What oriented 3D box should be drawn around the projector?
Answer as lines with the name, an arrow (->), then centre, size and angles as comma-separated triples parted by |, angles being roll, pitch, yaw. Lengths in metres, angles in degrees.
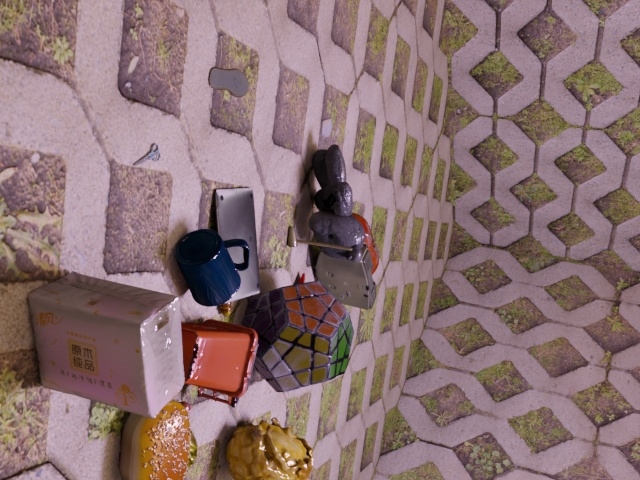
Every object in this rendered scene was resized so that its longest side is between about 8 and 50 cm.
projector -> 0.079, 0.104, 2.385 | 0.269, 0.193, 0.088 | 78, 31, -49

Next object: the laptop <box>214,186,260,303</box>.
laptop -> -0.198, 0.007, 1.790 | 0.187, 0.015, 0.269 | -12, 99, -67

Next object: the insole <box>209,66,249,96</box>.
insole -> -0.204, -0.360, 1.681 | 0.188, 0.004, 0.064 | -14, 112, -68

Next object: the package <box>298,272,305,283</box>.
package -> -0.062, 0.198, 2.233 | 0.083, 0.022, 0.200 | 88, 6, -49

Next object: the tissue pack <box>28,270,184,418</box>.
tissue pack -> -0.352, 0.172, 1.233 | 0.124, 0.225, 0.185 | -40, 136, -60

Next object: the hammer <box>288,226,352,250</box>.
hammer -> 0.000, 0.000, 2.124 | 0.028, 0.195, 0.060 | -36, 132, -67

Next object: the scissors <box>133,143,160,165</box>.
scissors -> -0.335, -0.160, 1.432 | 0.083, 0.006, 0.036 | -48, 141, -55

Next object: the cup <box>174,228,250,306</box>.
cup -> -0.236, 0.047, 1.625 | 0.150, 0.113, 0.138 | -42, 142, -23

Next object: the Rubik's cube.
Rubik's cube -> -0.063, 0.258, 1.986 | 0.319, 0.319, 0.264 | 10, 64, -70

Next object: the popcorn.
popcorn -> -0.139, 0.586, 2.010 | 0.190, 0.250, 0.250 | -60, 157, -6

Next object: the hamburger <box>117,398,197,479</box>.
hamburger -> -0.338, 0.433, 1.559 | 0.173, 0.116, 0.210 | -9, 108, -66

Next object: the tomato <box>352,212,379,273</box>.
tomato -> 0.139, 0.016, 2.506 | 0.237, 0.095, 0.237 | -15, 90, -89

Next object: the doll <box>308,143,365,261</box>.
doll -> 0.021, -0.103, 2.179 | 0.158, 0.246, 0.340 | -18, 100, -24

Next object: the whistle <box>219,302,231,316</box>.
whistle -> -0.236, 0.137, 1.813 | 0.046, 0.057, 0.109 | -17, 139, -17

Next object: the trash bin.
trash bin -> -0.263, 0.268, 1.638 | 0.238, 0.161, 0.184 | 20, 80, -62
